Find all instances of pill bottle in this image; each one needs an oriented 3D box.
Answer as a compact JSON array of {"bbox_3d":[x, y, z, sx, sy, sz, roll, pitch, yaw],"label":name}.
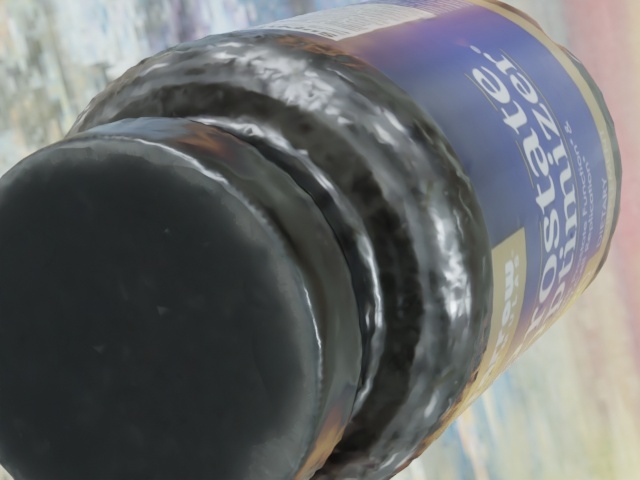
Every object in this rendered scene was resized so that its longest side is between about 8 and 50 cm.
[{"bbox_3d":[0.000,0.000,0.448,0.219,0.122,0.123,-30,108,-63],"label":"pill bottle"}]
